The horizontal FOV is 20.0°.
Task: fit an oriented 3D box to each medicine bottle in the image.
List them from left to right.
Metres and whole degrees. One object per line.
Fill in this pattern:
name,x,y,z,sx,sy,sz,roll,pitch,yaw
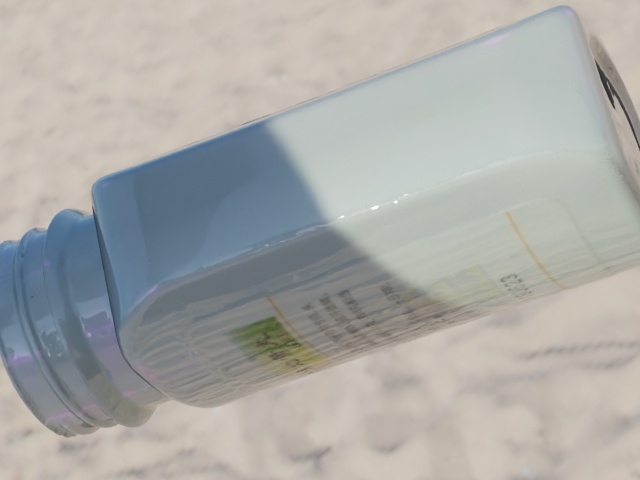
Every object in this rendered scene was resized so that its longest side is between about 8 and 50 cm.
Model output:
medicine bottle,0.000,0.000,0.898,0.324,0.179,0.124,-21,69,15
